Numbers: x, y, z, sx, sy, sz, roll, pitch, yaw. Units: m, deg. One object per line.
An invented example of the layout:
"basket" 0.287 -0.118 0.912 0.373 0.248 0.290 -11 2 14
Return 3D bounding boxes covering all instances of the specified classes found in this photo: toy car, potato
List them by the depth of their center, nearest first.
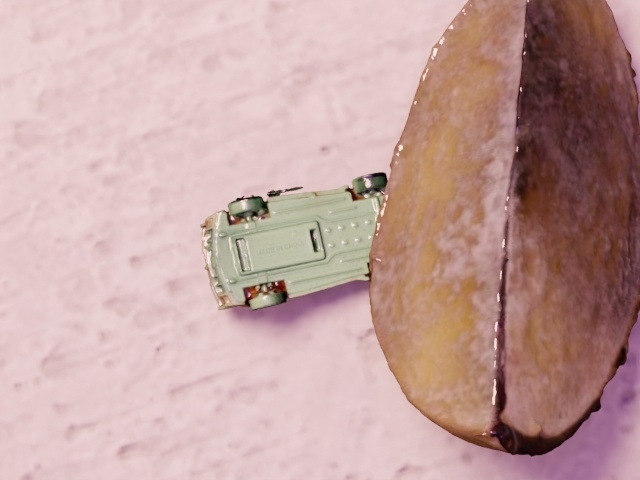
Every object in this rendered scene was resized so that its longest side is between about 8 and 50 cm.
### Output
"potato" 0.094 -0.007 0.889 0.100 0.120 0.261 -9 65 41
"toy car" 0.000 0.000 0.911 0.122 0.035 0.059 -11 82 -14
